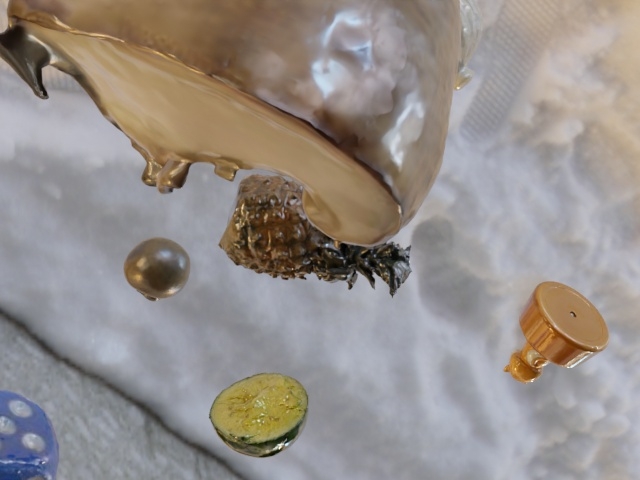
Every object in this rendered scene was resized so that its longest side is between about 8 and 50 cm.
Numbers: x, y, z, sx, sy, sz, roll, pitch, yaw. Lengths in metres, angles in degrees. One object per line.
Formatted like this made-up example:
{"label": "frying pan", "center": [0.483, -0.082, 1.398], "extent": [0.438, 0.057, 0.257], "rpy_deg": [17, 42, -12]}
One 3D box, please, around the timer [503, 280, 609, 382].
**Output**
{"label": "timer", "center": [0.331, 0.157, 1.526], "extent": [0.132, 0.132, 0.152], "rpy_deg": [16, 129, -26]}

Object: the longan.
{"label": "longan", "center": [-0.266, 0.050, 1.660], "extent": [0.106, 0.106, 0.119], "rpy_deg": [8, 129, -21]}

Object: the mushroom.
{"label": "mushroom", "center": [-0.003, -0.223, 0.811], "extent": [0.397, 0.314, 0.224], "rpy_deg": [-61, 150, -22]}

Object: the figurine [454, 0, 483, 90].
{"label": "figurine", "center": [0.112, -0.365, 1.444], "extent": [0.205, 0.185, 0.332], "rpy_deg": [-10, 93, 20]}

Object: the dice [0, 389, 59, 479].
{"label": "dice", "center": [-0.435, 0.286, 1.326], "extent": [0.146, 0.143, 0.146], "rpy_deg": [10, 121, -43]}

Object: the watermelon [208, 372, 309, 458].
{"label": "watermelon", "center": [-0.060, 0.189, 1.075], "extent": [0.106, 0.105, 0.062], "rpy_deg": [-16, 122, -4]}

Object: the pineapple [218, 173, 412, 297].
{"label": "pineapple", "center": [0.000, 0.000, 1.047], "extent": [0.198, 0.108, 0.108], "rpy_deg": [17, 123, 4]}
